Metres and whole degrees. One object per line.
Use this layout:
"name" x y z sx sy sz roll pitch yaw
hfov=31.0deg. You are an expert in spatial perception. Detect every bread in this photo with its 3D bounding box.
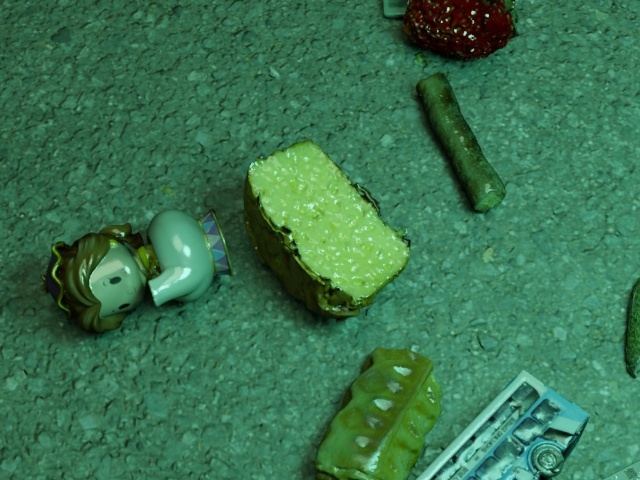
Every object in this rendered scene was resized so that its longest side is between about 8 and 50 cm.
"bread" 0.082 0.248 1.539 0.128 0.088 0.232 28 58 6
"bread" -0.005 -0.002 1.652 0.160 0.147 0.260 -37 72 -29

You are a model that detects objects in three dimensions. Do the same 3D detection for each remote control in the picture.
"remote control" 0.134 -0.447 1.978 0.061 0.029 0.162 -1 64 1

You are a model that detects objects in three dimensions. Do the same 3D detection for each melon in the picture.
"melon" 0.492 0.100 1.639 0.202 0.093 0.139 -48 38 6

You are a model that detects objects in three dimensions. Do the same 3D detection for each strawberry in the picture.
"strawberry" 0.226 -0.372 1.864 0.201 0.184 0.187 -20 77 30

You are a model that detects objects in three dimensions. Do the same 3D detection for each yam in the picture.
"yam" 0.213 -0.158 1.790 0.061 0.061 0.253 -16 60 -10

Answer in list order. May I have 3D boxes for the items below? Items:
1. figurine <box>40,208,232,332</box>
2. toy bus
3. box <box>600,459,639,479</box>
"figurine" -0.263 0.040 1.627 0.263 0.142 0.189 -17 29 -9
"toy bus" 0.216 0.311 1.490 0.131 0.106 0.297 40 65 23
"box" 0.367 0.339 1.500 0.218 0.055 0.039 -24 61 -14
